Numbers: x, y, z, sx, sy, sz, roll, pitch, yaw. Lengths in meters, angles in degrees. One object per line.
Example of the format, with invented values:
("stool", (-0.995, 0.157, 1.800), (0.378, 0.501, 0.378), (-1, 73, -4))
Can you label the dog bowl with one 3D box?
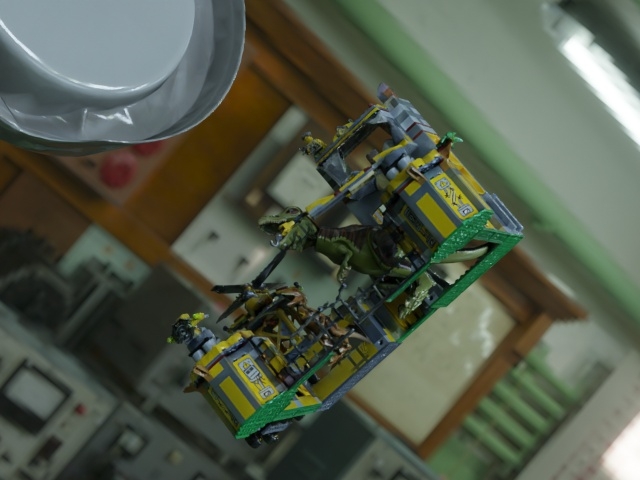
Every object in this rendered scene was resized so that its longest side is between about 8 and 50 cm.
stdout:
("dog bowl", (-0.236, -0.235, 1.482), (0.349, 0.349, 0.102), (41, -41, -22))

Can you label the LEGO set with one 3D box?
("LEGO set", (0.000, 0.000, 1.362), (0.192, 0.331, 0.255), (51, 23, 15))
